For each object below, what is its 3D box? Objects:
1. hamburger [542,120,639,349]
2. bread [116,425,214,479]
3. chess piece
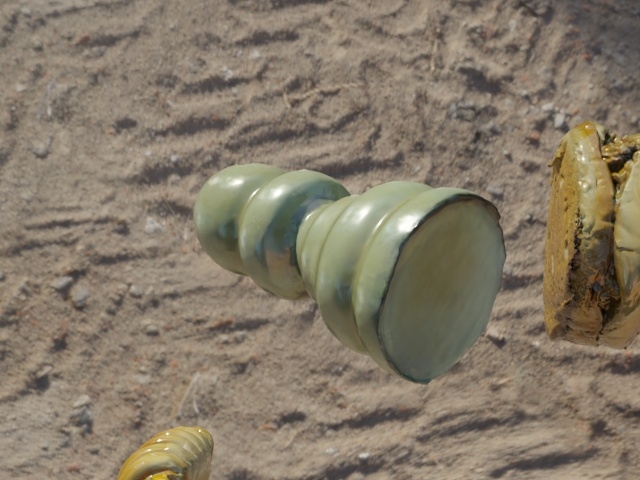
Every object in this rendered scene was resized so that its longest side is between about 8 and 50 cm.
[{"bbox_3d":[0.395,0.004,1.048,0.174,0.304,0.284,8,72,21],"label":"hamburger"},{"bbox_3d":[-0.244,0.386,1.170,0.121,0.311,0.172,7,84,3],"label":"bread"},{"bbox_3d":[0.000,0.000,0.561,0.243,0.133,0.133,21,58,42],"label":"chess piece"}]
